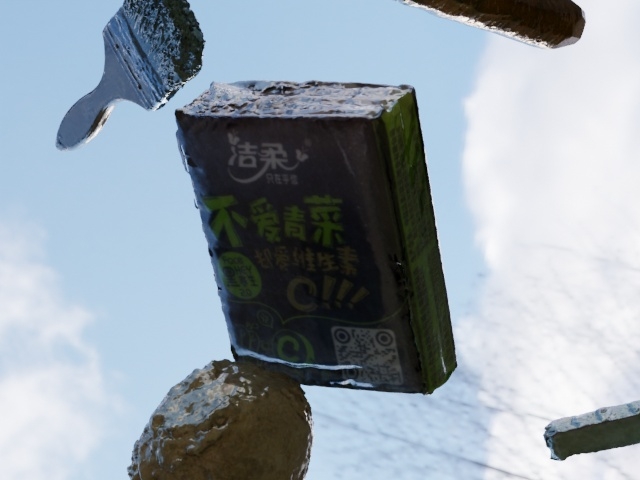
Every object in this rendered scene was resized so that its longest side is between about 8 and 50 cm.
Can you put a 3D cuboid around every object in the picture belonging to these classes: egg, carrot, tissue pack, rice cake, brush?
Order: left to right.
[{"bbox_3d":[-0.129,-0.098,0.940,0.021,0.196,0.070,-27,-96,-39],"label":"brush"},{"bbox_3d":[-0.066,0.142,1.033,0.140,0.118,0.116,-32,-77,-11],"label":"egg"},{"bbox_3d":[0.000,0.000,1.106,0.073,0.173,0.235,-48,-46,-51],"label":"tissue pack"},{"bbox_3d":[0.152,-0.241,1.506,0.314,0.066,0.066,4,-85,-42],"label":"carrot"},{"bbox_3d":[0.334,0.185,1.545,0.034,0.211,0.043,-86,-19,-66],"label":"rice cake"}]
